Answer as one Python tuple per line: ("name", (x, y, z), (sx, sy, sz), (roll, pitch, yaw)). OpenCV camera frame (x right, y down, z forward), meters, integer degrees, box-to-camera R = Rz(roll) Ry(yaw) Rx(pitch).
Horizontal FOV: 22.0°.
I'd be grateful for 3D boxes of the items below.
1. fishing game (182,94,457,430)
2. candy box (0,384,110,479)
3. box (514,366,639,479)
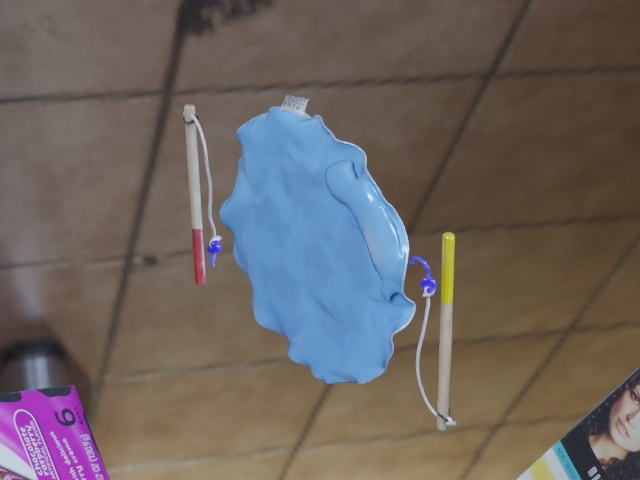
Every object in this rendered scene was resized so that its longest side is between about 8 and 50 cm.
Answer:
("fishing game", (0.000, 0.000, 1.055), (0.041, 0.264, 0.189), (-22, 120, -35))
("candy box", (-0.210, 0.175, 0.943), (0.071, 0.159, 0.233), (-30, 166, 29))
("box", (0.172, 0.163, 0.963), (0.060, 0.100, 0.244), (-8, 148, -38))
